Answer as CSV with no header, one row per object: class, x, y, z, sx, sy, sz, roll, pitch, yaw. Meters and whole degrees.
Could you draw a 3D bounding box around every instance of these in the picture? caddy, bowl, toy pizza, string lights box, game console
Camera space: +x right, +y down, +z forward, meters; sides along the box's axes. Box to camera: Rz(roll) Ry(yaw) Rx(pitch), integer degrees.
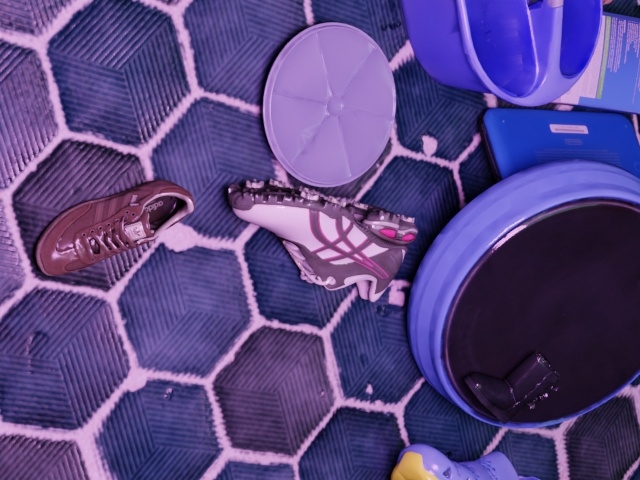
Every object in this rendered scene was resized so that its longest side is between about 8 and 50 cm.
caddy,0.236,-0.339,1.784,0.241,0.179,0.341,-24,111,-32
bowl,0.306,0.083,1.869,0.391,0.077,0.391,-10,123,-16
toy pizza,0.009,-0.166,1.738,0.201,0.032,0.201,-8,103,-35
string lights box,0.412,-0.248,1.989,0.259,0.077,0.133,3,96,-36
game console,0.319,-0.036,1.988,0.293,0.173,0.250,-1,67,-36

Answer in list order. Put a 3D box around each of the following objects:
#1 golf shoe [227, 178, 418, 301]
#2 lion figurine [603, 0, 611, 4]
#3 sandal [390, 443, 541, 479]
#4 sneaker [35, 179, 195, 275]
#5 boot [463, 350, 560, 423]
golf shoe,0.000,0.000,1.718,0.273,0.105,0.120,15,96,-36
lion figurine,0.463,-0.479,1.952,0.392,0.142,0.240,-25,114,-33
sandal,0.211,0.343,1.921,0.317,0.126,0.138,42,69,-42
sneaker,-0.225,-0.017,1.567,0.188,0.071,0.066,-32,115,-28
boot,0.249,0.180,1.829,0.099,0.045,0.121,-40,134,7
